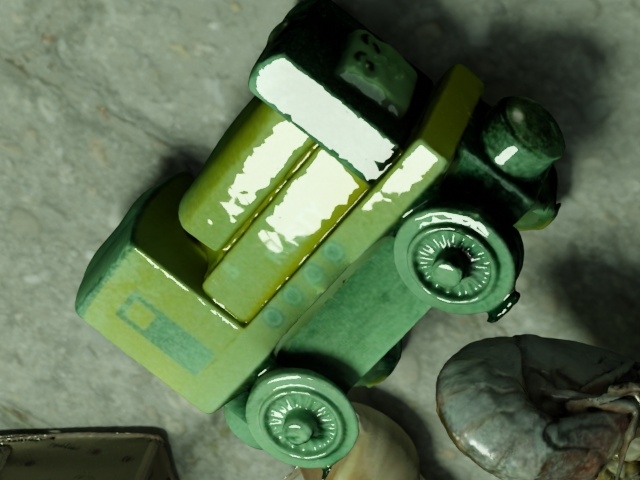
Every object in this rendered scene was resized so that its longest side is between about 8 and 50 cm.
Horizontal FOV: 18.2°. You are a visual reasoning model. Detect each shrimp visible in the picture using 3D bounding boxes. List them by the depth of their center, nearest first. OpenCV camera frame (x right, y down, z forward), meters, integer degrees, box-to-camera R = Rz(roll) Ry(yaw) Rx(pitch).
[{"bbox_3d":[0.240,0.140,1.507,0.343,0.145,0.116,7,114,-27],"label":"shrimp"}]

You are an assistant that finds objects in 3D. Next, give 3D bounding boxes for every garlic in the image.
[{"bbox_3d":[0.039,0.215,1.678,0.124,0.099,0.174,-34,116,12],"label":"garlic"}]

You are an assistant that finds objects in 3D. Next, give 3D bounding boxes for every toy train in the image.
[{"bbox_3d":[0.000,0.000,1.492,0.253,0.160,0.397,38,126,-6],"label":"toy train"}]

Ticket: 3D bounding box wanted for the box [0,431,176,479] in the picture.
[{"bbox_3d":[-0.214,0.352,1.753,0.190,0.225,0.297,-2,126,17],"label":"box"}]
